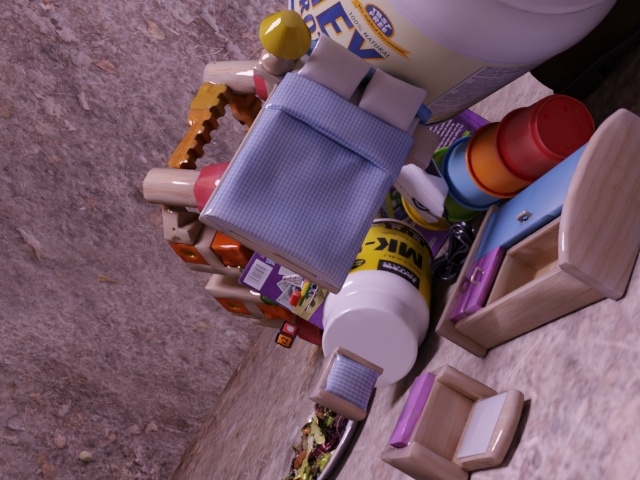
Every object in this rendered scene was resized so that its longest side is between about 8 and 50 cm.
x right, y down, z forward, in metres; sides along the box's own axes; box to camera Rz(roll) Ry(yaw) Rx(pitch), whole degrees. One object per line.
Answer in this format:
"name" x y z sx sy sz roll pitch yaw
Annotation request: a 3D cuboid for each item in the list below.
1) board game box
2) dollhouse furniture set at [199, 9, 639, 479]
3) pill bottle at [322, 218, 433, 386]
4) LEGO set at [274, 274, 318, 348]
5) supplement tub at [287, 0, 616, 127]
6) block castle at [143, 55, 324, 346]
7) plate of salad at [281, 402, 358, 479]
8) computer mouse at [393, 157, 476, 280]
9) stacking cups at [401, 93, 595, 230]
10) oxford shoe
"board game box" 0.067 -0.043 1.039 0.347 0.208 0.056 -58 3 11
"dollhouse furniture set" 0.043 -0.023 0.588 0.286 0.303 0.198 -62 4 -26
"pill bottle" 0.067 0.067 0.902 0.119 0.119 0.208 -57 6 26
"LEGO set" 0.000 0.000 0.932 0.182 0.060 0.244 -52 -14 -79
"supplement tub" 0.117 -0.244 0.696 0.236 0.235 0.325 -61 10 -14
"block castle" -0.051 -0.050 1.275 0.303 0.212 0.453 -67 -33 -27
"plate of salad" 0.000 0.236 0.988 0.200 0.048 0.200 -58 5 9
"computer mouse" 0.107 -0.052 0.868 0.042 0.193 0.106 -22 -15 -16
"stacking cups" 0.182 -0.072 0.841 0.096 0.096 0.316 -60 10 -11
"oxford shoe" 0.268 -0.226 0.748 0.227 0.096 0.083 -52 7 49
